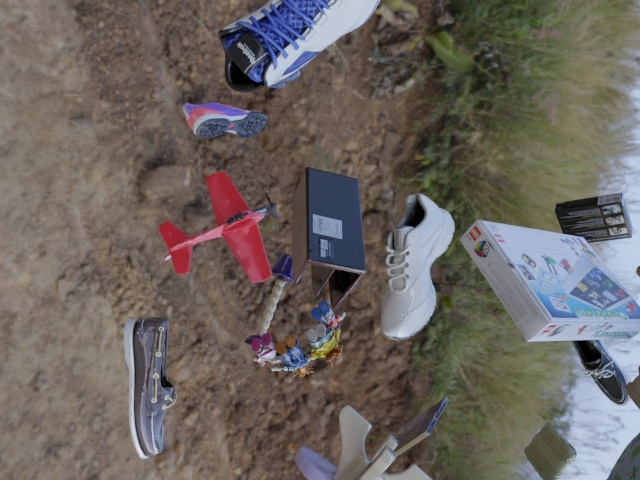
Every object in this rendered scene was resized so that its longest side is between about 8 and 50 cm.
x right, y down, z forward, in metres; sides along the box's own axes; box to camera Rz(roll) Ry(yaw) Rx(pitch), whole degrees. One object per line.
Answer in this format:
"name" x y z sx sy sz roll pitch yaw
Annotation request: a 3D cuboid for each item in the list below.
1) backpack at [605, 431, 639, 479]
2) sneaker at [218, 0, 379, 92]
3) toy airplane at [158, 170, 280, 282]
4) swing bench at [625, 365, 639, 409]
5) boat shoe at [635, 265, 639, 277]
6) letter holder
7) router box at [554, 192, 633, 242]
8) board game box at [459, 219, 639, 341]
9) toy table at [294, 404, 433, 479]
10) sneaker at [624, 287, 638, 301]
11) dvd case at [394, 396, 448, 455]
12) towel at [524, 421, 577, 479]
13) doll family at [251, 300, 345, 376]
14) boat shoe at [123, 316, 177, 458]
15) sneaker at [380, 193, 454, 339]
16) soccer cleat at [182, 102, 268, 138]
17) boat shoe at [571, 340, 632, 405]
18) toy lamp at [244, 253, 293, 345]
"backpack" 0.602 0.430 1.011 0.290 0.273 0.355 -45 177 -22
"sneaker" -0.044 -0.317 0.927 0.315 0.127 0.182 -37 -172 38
"toy airplane" -0.119 -0.012 0.706 0.028 0.151 0.151 76 15 -70
"swing bench" 0.835 0.278 1.383 0.255 0.165 0.253 -2 128 -52
"boat shoe" 1.070 0.135 1.986 0.153 0.048 0.056 55 -14 46
"letter holder" 0.000 0.000 1.614 0.214 0.152 0.302 121 -25 -48
"router box" 0.774 -0.058 1.752 0.133 0.179 0.046 59 42 -27
"board game box" 0.378 0.066 0.980 0.053 0.305 0.193 -52 -133 33
"toy table" 0.099 0.489 1.303 0.161 0.274 0.252 -50 178 -3
"sneaker" 0.531 0.137 1.281 0.079 0.217 0.121 19 86 -53
"dvd case" 0.261 0.540 1.747 0.221 0.018 0.164 -50 172 37
"towel" 0.532 0.496 1.440 0.110 0.027 0.148 -58 -170 8
"doll family" -0.038 0.273 1.527 0.118 0.263 0.163 63 1 33
"boat shoe" -0.387 0.340 1.432 0.116 0.097 0.324 129 -44 -86
"sneaker" 0.164 0.045 1.185 0.129 0.111 0.297 41 57 -43
"soccer cleat" -0.301 -0.401 1.999 0.318 0.116 0.108 -16 151 -49
"boat shoe" 0.922 0.410 2.042 0.105 0.113 0.306 -12 76 -45
"toy lamp" -0.135 0.171 1.750 0.080 0.080 0.274 75 36 -75
